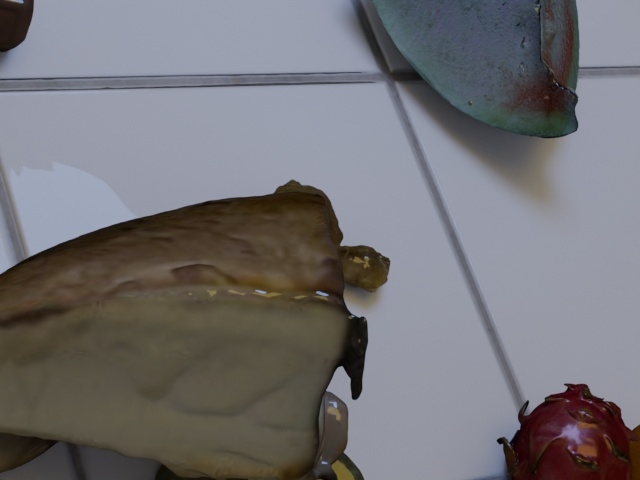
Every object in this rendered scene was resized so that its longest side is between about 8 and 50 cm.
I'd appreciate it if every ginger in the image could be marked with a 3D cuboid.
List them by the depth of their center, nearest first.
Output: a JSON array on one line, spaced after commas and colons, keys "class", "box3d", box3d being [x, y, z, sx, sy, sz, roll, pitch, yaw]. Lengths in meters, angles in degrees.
[{"class": "ginger", "box3d": [0.000, -0.007, 1.747, 0.165, 0.067, 0.096, 25, 49, -29]}]

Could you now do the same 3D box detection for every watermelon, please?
[{"class": "watermelon", "box3d": [0.235, -0.273, 1.956, 0.320, 0.214, 0.289, 44, 46, 20]}]

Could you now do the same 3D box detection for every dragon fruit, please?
[{"class": "dragon fruit", "box3d": [0.246, 0.227, 1.687, 0.136, 0.133, 0.166, -3, 47, 20]}]

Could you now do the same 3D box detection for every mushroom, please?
[{"class": "mushroom", "box3d": [-0.176, 0.067, 1.476, 0.397, 0.224, 0.313, -1, 31, -6]}]

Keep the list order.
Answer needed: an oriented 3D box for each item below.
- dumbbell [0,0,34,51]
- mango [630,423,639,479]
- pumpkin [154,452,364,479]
[{"class": "dumbbell", "box3d": [-0.399, -0.248, 1.675, 0.231, 0.092, 0.082, 10, 27, -22]}, {"class": "mango", "box3d": [0.348, 0.251, 1.739, 0.105, 0.084, 0.159, 45, 44, -30]}, {"class": "pumpkin", "box3d": [-0.034, 0.236, 1.538, 0.217, 0.110, 0.217, 13, 60, -23]}]
